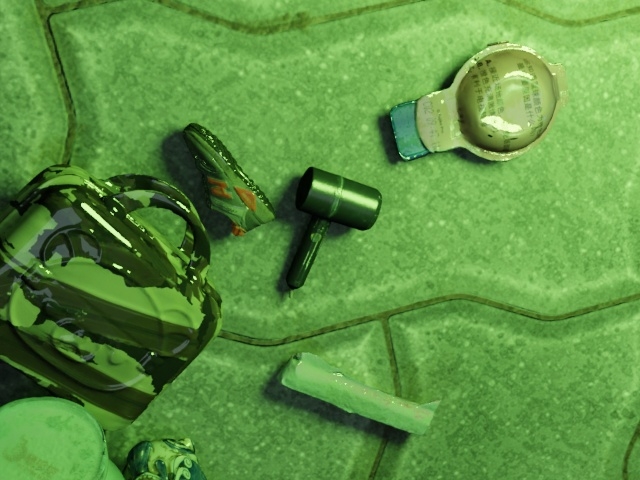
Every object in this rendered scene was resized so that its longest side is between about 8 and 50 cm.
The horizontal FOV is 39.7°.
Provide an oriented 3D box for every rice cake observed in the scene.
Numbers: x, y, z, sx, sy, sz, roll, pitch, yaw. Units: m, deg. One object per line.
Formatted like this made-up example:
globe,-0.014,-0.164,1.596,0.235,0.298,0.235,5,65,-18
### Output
rice cake,0.069,0.253,1.486,0.290,0.051,0.081,23,110,-18

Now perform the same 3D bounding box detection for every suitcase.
suitcase,-0.311,0.060,1.277,0.339,0.194,0.351,-46,118,1

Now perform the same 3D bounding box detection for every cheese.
cheese,0.250,-0.203,1.375,0.286,0.074,0.189,-18,109,-2

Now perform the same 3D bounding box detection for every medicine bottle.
medicine bottle,-0.381,0.385,1.231,0.245,0.245,0.290,-2,131,-11

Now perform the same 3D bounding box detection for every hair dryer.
hair dryer,0.000,0.000,1.394,0.124,0.071,0.219,20,108,-17

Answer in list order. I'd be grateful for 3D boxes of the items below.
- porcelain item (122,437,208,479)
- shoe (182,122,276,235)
porcelain item,-0.206,0.444,1.418,0.138,0.186,0.288,-32,111,-2
shoe,-0.151,-0.086,1.332,0.077,0.074,0.194,-38,112,7
